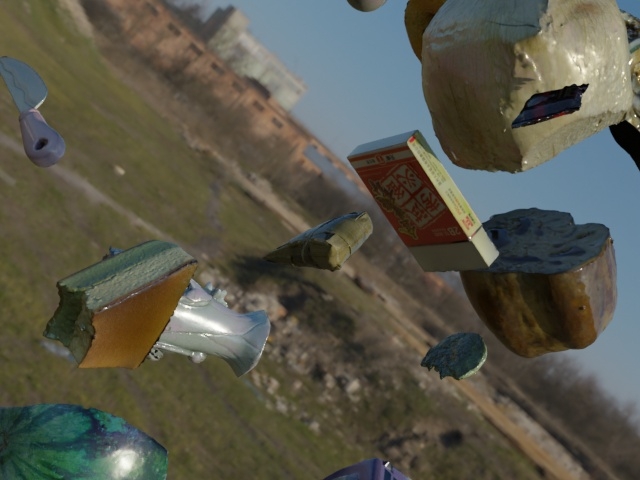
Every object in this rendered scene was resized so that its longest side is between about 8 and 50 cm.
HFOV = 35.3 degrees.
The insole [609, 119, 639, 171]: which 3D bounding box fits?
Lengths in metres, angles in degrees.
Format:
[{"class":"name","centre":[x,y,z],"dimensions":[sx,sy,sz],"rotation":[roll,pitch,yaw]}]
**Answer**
[{"class":"insole","centre":[0.607,-0.169,1.921],"dimensions":[0.064,0.004,0.188],"rotation":[-2,-43,52]}]

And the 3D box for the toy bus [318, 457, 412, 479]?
[{"class":"toy bus","centre":[0.081,0.637,1.905],"dimensions":[0.249,0.209,0.440],"rotation":[45,31,-24]}]

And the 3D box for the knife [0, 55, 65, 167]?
[{"class":"knife","centre":[-0.546,-0.261,1.886],"dimensions":[0.336,0.081,0.043],"rotation":[59,1,36]}]

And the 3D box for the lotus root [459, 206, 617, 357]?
[{"class":"lotus root","centre":[0.453,0.077,2.004],"dimensions":[0.250,0.316,0.316],"rotation":[68,-10,-25]}]

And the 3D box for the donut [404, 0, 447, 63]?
[{"class":"donut","centre":[0.320,-0.520,2.497],"dimensions":[0.303,0.110,0.303],"rotation":[43,-26,27]}]

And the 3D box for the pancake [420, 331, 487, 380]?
[{"class":"pancake","centre":[0.254,0.215,1.885],"dimensions":[0.129,0.116,0.023],"rotation":[30,-26,57]}]

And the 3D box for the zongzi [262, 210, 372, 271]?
[{"class":"zongzi","centre":[0.000,0.000,1.955],"dimensions":[0.176,0.160,0.079],"rotation":[-4,-68,39]}]

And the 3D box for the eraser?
[{"class":"eraser","centre":[0.151,-0.052,1.501],"dimensions":[0.230,0.038,0.157],"rotation":[54,-28,-17]}]

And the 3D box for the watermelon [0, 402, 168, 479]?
[{"class":"watermelon","centre":[-0.275,0.256,1.138],"dimensions":[0.231,0.146,0.128],"rotation":[38,18,-26]}]

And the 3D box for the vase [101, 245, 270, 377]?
[{"class":"vase","centre":[-0.348,0.190,2.486],"dimensions":[0.445,0.250,0.250],"rotation":[22,8,-18]}]

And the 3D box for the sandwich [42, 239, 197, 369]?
[{"class":"sandwich","centre":[-0.326,0.093,1.622],"dimensions":[0.108,0.220,0.186],"rotation":[37,10,28]}]

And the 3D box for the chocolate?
[{"class":"chocolate","centre":[0.274,-0.163,1.196],"dimensions":[0.182,0.086,0.028],"rotation":[-38,112,-64]}]

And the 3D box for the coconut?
[{"class":"coconut","centre":[0.286,-0.257,1.426],"dimensions":[0.255,0.297,0.297],"rotation":[66,-8,-21]}]

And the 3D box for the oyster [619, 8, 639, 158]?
[{"class":"oyster","centre":[0.658,-0.305,2.010],"dimensions":[0.107,0.201,0.355],"rotation":[-135,-159,-80]}]

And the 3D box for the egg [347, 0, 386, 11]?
[{"class":"egg","centre":[0.097,-0.527,2.060],"dimensions":[0.103,0.103,0.135],"rotation":[42,-21,9]}]
